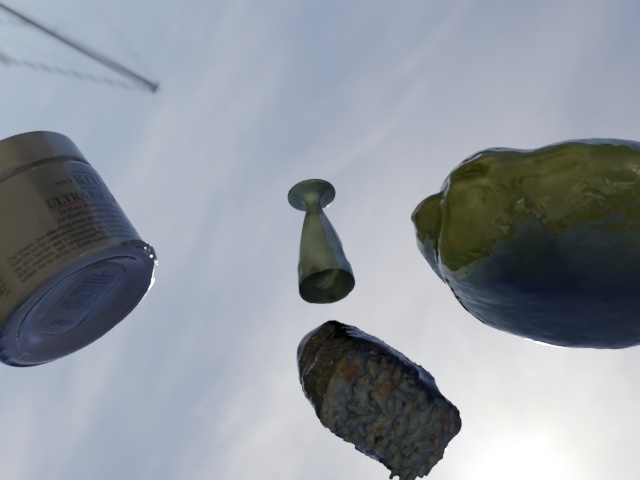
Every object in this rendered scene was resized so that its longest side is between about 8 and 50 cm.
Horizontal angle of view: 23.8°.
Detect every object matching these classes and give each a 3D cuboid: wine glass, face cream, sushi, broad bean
[{"bbox_3d":[0.000,0.000,1.917,0.073,0.073,0.155,-45,-143,36],"label":"wine glass"},{"bbox_3d":[-0.263,0.010,1.419,0.153,0.177,0.177,52,-60,21],"label":"face cream"},{"bbox_3d":[0.069,0.195,1.893,0.136,0.225,0.126,-50,-156,-4],"label":"sushi"},{"bbox_3d":[0.222,0.005,1.303,0.238,0.291,0.119,-49,-148,41],"label":"broad bean"}]
